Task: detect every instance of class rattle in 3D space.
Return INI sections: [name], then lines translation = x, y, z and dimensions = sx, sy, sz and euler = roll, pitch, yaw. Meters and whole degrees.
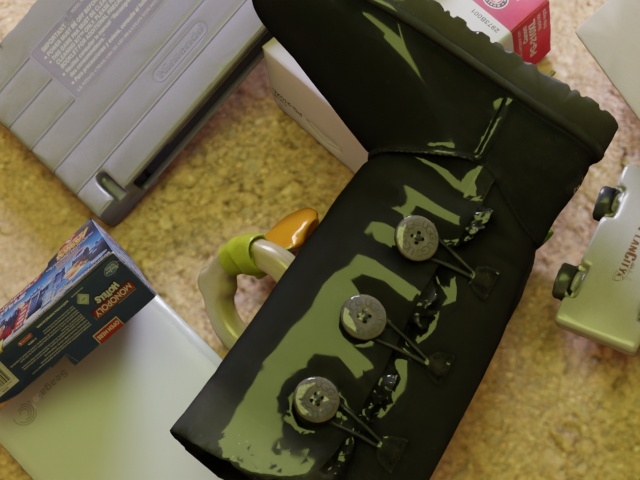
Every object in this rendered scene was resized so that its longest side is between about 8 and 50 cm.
[rattle]
translation = -0.015, 0.080, 1.649
dimensions = 0.130, 0.143, 0.199
euler = -43, 79, 21

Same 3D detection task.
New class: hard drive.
[hard drive]
translation = -0.134, 0.207, 1.589
dimensions = 0.203, 0.040, 0.307
euler = -43, 67, -10

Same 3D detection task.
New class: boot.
[boot]
translation = 0.002, 0.001, 1.521
dimensions = 0.367, 0.146, 0.445
euler = 29, 81, 7

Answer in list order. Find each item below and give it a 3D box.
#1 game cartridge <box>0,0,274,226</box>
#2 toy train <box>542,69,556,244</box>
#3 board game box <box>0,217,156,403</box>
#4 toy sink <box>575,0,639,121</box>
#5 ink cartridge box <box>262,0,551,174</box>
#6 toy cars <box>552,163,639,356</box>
[game cartridge]
translation = -0.170, -0.217, 1.757
dimensions = 0.355, 0.068, 0.230
euler = -48, 63, 2
[toy train]
translation = 0.171, -0.045, 1.652
dimensions = 0.248, 0.105, 0.143
euler = -35, 75, -10
[board game box]
translation = -0.239, 0.059, 1.630
dimensions = 0.194, 0.194, 0.060
euler = -40, 106, 11
[toy sink]
translation = 0.380, -0.149, 1.629
dimensions = 0.153, 0.131, 0.234
euler = -43, 59, 20
[ink cartridge box]
translation = 0.086, -0.189, 1.729
dimensions = 0.237, 0.100, 0.172
euler = -41, 65, -13
[toy cars]
translation = 0.312, 0.115, 1.561
dimensions = 0.176, 0.087, 0.393
euler = -14, 59, -5
